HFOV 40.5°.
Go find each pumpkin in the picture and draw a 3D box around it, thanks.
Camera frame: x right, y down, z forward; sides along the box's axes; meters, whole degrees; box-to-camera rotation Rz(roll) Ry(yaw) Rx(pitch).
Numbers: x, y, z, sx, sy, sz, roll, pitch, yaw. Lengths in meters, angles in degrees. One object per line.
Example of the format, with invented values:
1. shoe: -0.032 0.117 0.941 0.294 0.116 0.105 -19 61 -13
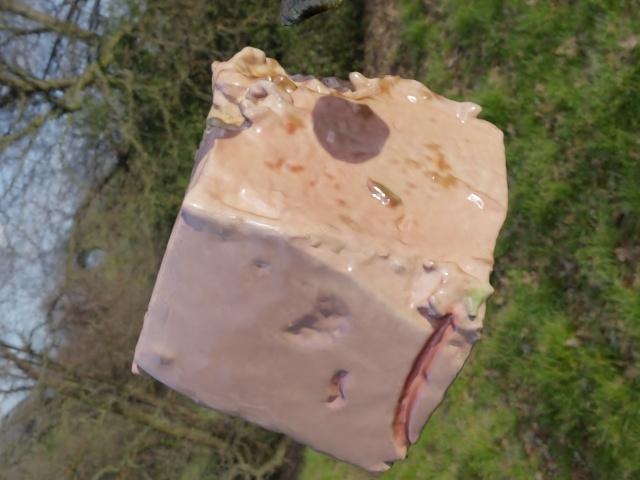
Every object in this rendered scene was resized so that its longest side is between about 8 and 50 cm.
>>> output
1. pumpkin: -0.008 -0.224 0.785 0.083 0.028 0.050 -24 40 27

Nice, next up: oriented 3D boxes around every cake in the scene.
1. cake: 0.000 0.000 0.847 0.306 0.314 0.293 -73 3 -46
